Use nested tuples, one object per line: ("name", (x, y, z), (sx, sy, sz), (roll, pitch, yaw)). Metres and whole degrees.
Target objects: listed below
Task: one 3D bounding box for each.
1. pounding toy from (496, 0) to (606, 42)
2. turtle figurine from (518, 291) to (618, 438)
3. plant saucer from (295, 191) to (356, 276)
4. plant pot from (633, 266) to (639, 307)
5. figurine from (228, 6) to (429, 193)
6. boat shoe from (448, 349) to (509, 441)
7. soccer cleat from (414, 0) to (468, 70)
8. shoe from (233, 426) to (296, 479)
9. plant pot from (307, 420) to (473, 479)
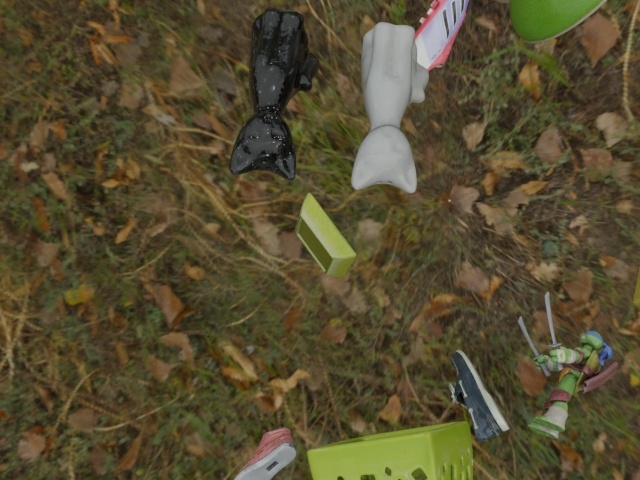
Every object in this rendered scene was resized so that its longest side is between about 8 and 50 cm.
("pounding toy", (0.263, -0.346, 0.929), (0.110, 0.237, 0.183), (36, 112, -21))
("turtle figurine", (0.532, 0.304, 1.854), (0.274, 0.198, 0.266), (32, 69, -16))
("plant saucer", (0.000, 0.000, 1.877), (0.045, 0.188, 0.188), (-33, 79, -16))
("plant pot", (0.490, 0.062, 1.072), (0.081, 0.083, 0.081), (28, 70, -25))
("figurine", (0.014, -0.145, 0.884), (0.215, 0.092, 0.209), (7, 58, 0))
("boat shoe", (0.333, 0.343, 1.758), (0.079, 0.254, 0.095), (-32, 128, 5))
("soccer cleat", (0.226, -0.391, 1.519), (0.095, 0.083, 0.248), (37, 93, -6))
("shoe", (-0.134, 0.517, 1.873), (0.178, 0.081, 0.063), (-39, 116, 9))
("plant pot", (0.135, 0.427, 1.325), (0.227, 0.228, 0.207), (-15, 76, 25))
